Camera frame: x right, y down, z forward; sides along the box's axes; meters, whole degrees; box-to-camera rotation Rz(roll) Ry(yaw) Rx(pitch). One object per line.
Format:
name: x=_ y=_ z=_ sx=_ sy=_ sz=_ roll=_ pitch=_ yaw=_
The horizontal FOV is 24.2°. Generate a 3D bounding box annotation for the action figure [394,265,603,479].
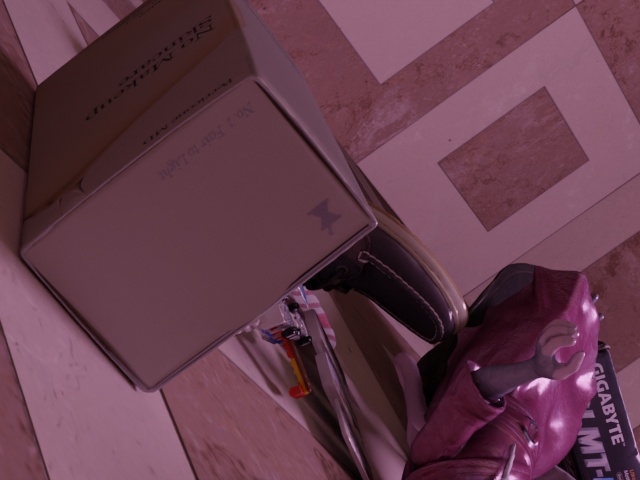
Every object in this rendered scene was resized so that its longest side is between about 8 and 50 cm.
action figure: x=0.128 y=0.161 z=1.254 sx=0.370 sy=0.276 sz=0.248 roll=-45 pitch=125 yaw=-58

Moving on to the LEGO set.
LEGO set: x=-0.027 y=0.074 z=1.178 sx=0.182 sy=0.060 sz=0.244 roll=-107 pitch=174 yaw=-58

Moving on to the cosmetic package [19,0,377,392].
cosmetic package: x=-0.083 y=-0.056 z=0.902 sx=0.113 sy=0.160 sz=0.309 roll=51 pitch=6 yaw=-22

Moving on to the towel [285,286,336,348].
towel: x=-0.054 y=0.007 z=1.387 sx=0.197 sy=0.029 sz=0.144 roll=57 pitch=7 yaw=24

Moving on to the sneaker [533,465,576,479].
sneaker: x=0.218 y=0.290 z=1.485 sx=0.180 sy=0.125 sz=0.321 roll=62 pitch=8 yaw=-47

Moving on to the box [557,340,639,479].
box: x=0.279 y=0.237 z=1.588 sx=0.293 sy=0.073 sz=0.295 roll=-158 pitch=-131 yaw=-84

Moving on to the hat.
hat: x=0.205 y=0.174 z=1.840 sx=0.134 sy=0.331 sz=0.331 roll=5 pitch=-33 yaw=41

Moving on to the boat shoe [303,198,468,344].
boat shoe: x=0.000 y=0.000 z=1.298 sx=0.285 sy=0.092 sz=0.103 roll=42 pitch=-25 yaw=6
